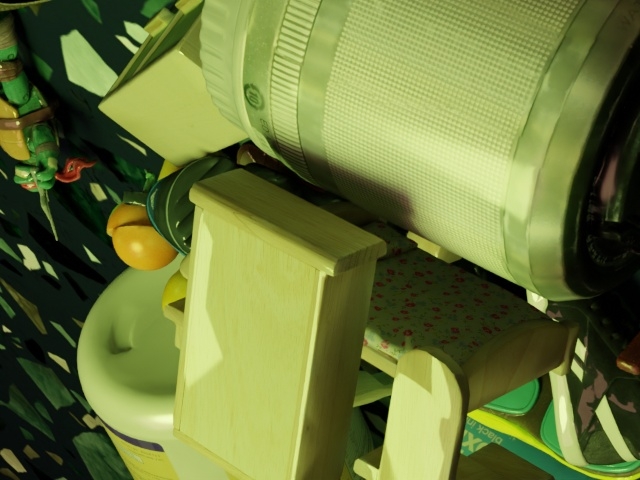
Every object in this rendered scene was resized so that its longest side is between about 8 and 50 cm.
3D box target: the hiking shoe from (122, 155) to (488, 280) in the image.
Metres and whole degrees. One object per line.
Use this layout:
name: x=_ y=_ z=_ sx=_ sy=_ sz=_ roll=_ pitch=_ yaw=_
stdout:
hiking shoe: x=0.000 y=0.000 z=1.304 sx=0.304 sy=0.113 sz=0.132 roll=24 pitch=175 yaw=-26

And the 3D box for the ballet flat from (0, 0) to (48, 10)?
ballet flat: x=-0.260 y=-0.239 z=1.414 sx=0.250 sy=0.058 sz=0.084 roll=0 pitch=132 yaw=54

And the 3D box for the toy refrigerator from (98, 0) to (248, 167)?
toy refrigerator: x=-0.082 y=-0.134 z=1.187 sx=0.094 sy=0.102 sz=0.269 roll=37 pitch=166 yaw=-13

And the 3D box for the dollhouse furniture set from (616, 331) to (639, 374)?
dollhouse furniture set: x=0.389 y=0.142 z=0.992 sx=0.374 sy=0.152 sz=0.201 roll=21 pitch=146 yaw=37

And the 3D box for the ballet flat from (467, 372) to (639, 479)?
ballet flat: x=0.201 y=0.149 z=1.368 sx=0.231 sy=0.077 sz=0.077 roll=21 pitch=168 yaw=41

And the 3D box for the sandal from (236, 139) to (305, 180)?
sandal: x=0.010 y=-0.035 z=1.370 sx=0.180 sy=0.049 sz=0.072 roll=28 pitch=142 yaw=-3

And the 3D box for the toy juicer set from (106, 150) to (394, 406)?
toy juicer set: x=-0.035 y=0.037 z=1.383 sx=0.329 sy=0.209 sz=0.089 roll=37 pitch=117 yaw=7

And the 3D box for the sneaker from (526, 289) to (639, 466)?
sneaker: x=0.231 y=0.071 z=1.210 sx=0.121 sy=0.079 sz=0.217 roll=-4 pitch=116 yaw=23

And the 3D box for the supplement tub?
supplement tub: x=-0.080 y=0.184 z=1.600 sx=0.241 sy=0.241 sz=0.331 roll=22 pitch=147 yaw=35

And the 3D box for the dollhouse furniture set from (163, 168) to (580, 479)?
dollhouse furniture set: x=0.086 y=0.025 z=1.036 sx=0.303 sy=0.355 sz=0.174 roll=28 pitch=124 yaw=34

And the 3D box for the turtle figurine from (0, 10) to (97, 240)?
turtle figurine: x=-0.321 y=-0.119 z=1.615 sx=0.175 sy=0.118 sz=0.234 roll=3 pitch=120 yaw=32

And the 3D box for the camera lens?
camera lens: x=0.094 y=-0.106 z=0.946 sx=0.274 sy=0.219 sz=0.219 roll=27 pitch=150 yaw=28

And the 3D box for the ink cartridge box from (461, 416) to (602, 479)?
ink cartridge box: x=0.076 y=0.378 z=1.502 sx=0.166 sy=0.395 sz=0.285 roll=33 pitch=152 yaw=17
